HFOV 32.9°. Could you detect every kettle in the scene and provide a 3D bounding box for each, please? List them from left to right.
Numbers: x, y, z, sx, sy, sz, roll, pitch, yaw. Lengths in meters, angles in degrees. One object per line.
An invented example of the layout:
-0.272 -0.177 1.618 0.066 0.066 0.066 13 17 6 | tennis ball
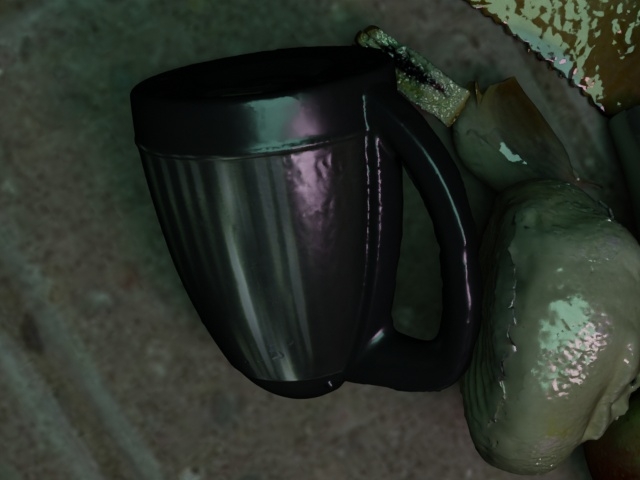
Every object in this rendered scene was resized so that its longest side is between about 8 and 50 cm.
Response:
-0.007 -0.004 0.855 0.251 0.207 0.271 -5 109 4 | kettle

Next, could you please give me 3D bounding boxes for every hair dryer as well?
0.272 -0.037 0.870 0.088 0.219 0.225 -26 136 18 | hair dryer

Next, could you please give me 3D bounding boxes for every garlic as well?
0.171 -0.073 0.924 0.084 0.066 0.152 -41 97 -1 | garlic

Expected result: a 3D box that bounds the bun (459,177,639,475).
0.188 0.070 0.863 0.141 0.239 0.239 11 96 4 | bun

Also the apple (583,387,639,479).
0.340 0.190 0.932 0.207 0.174 0.188 -27 97 14 | apple

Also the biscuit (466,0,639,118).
0.248 -0.258 0.935 0.232 0.013 0.237 37 94 -8 | biscuit

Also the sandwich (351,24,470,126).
0.072 -0.138 0.894 0.105 0.093 0.036 34 100 -7 | sandwich
